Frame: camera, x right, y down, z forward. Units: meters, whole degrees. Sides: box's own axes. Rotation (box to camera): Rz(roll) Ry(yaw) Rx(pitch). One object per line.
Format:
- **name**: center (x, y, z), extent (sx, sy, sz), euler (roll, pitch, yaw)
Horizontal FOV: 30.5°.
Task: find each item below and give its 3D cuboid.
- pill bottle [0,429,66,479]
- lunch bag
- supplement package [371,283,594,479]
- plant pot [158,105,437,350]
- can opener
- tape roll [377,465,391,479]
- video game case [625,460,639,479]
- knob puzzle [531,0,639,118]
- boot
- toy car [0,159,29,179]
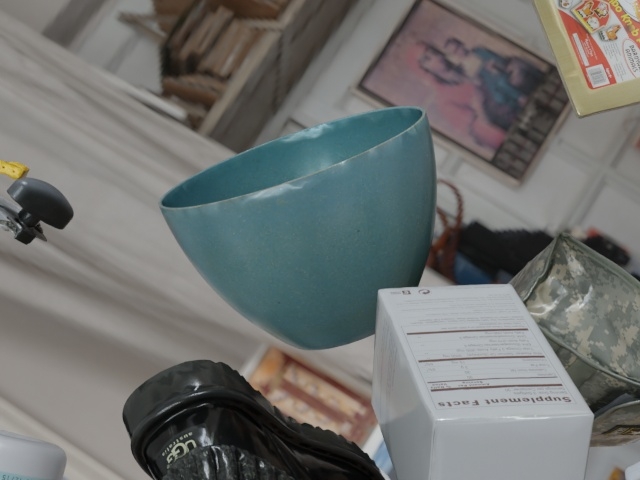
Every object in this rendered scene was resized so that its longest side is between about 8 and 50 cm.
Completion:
- **pill bottle**: center (-0.354, 0.320, 1.165), extent (0.146, 0.146, 0.264), euler (78, -155, -78)
- **lunch bag**: center (0.352, 0.160, 1.514), extent (0.169, 0.287, 0.235), euler (-56, -1, -27)
- **supplement package**: center (0.103, 0.116, 0.807), extent (0.179, 0.105, 0.105), euler (-108, 19, -63)
- **plant pot**: center (0.000, 0.000, 1.229), extent (0.290, 0.195, 0.290), euler (-18, 13, 4)
- **can opener**: center (-0.431, -0.070, 1.475), extent (0.093, 0.074, 0.280), euler (-50, -34, 5)
- **tape roll**: center (-0.035, 0.362, 1.311), extent (0.286, 0.286, 0.100), euler (-51, -47, -43)
- **video game case**: center (0.397, 0.219, 1.014), extent (0.201, 0.183, 0.023), euler (-31, 23, 22)
- **knob puzzle**: center (0.349, -0.236, 1.328), extent (0.213, 0.213, 0.030), euler (-56, -7, -16)
- **boot**: center (-0.012, 0.265, 0.895), extent (0.131, 0.260, 0.348), euler (-39, -43, 10)
- **toy car**: center (-0.291, -0.041, 0.934), extent (0.040, 0.122, 0.060), euler (-36, -46, -84)
